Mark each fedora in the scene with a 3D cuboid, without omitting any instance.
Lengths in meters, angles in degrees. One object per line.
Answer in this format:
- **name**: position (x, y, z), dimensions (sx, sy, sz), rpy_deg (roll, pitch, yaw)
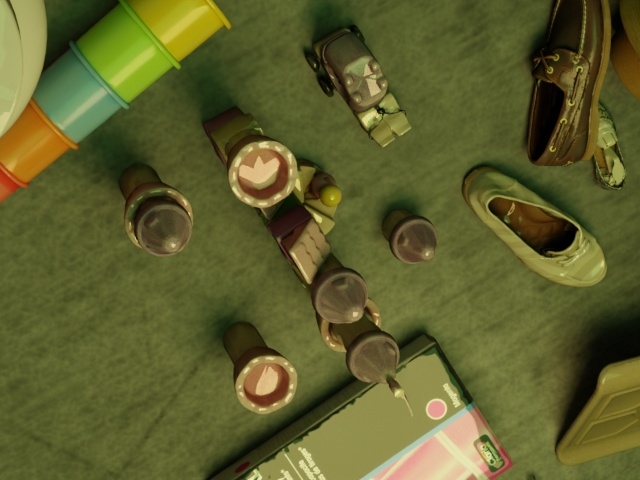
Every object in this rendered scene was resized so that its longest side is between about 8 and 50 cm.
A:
- **fedora**: position (0.372, -0.201, 1.369), dimensions (0.194, 0.194, 0.079), rpy_deg (26, 140, -25)

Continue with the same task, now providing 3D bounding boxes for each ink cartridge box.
- **ink cartridge box**: position (0.020, 0.281, 1.442), dimensions (0.371, 0.069, 0.176), rpy_deg (-34, 99, -1)

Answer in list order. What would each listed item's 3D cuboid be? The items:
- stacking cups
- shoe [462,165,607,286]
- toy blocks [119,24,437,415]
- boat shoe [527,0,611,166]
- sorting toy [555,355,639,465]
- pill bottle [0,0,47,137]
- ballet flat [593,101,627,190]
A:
- **stacking cups**: position (-0.236, -0.143, 1.204), dimensions (0.316, 0.096, 0.096), rpy_deg (-38, 117, 0)
- **shoe**: position (0.249, -0.005, 1.431), dimensions (0.219, 0.058, 0.076), rpy_deg (33, 97, -26)
- **toy blocks**: position (0.000, 0.000, 1.240), dimensions (0.309, 0.260, 0.289), rpy_deg (-33, 116, -4)
- **boat shoe**: position (0.263, -0.177, 1.362), dimensions (0.073, 0.073, 0.207), rpy_deg (-7, 112, -18)
- **sorting toy**: position (0.443, 0.173, 1.529), dimensions (0.307, 0.041, 0.229), rpy_deg (-13, 148, -13)
- **pill bottle**: position (-0.334, -0.181, 0.979), dimensions (0.229, 0.408, 0.229), rpy_deg (-6, 112, -16)
- **ballet flat**: position (0.323, -0.105, 1.428), dimensions (0.041, 0.041, 0.114), rpy_deg (-25, 115, -8)
